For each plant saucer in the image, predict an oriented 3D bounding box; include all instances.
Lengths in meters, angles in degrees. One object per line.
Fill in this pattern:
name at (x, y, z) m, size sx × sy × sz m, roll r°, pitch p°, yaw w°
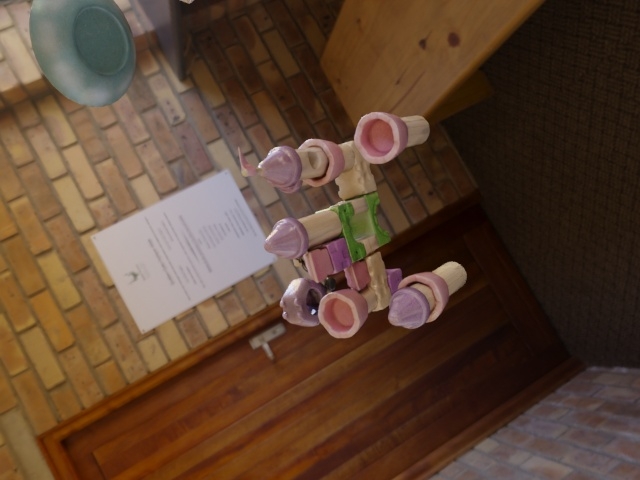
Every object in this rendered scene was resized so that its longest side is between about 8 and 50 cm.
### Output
plant saucer at (-0.351, -0.307, 0.887) m, size 0.037 × 0.195 × 0.195 m, roll 3°, pitch 129°, yaw 31°

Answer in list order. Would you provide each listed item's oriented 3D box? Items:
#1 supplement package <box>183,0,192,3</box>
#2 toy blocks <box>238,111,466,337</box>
supplement package at (-0.162, -0.473, 0.723) m, size 0.175 × 0.293 × 0.178 m, roll 24°, pitch 146°, yaw 11°
toy blocks at (0.000, 0.000, 0.799) m, size 0.308 × 0.260 × 0.289 m, roll -12°, pitch 97°, yaw 38°
